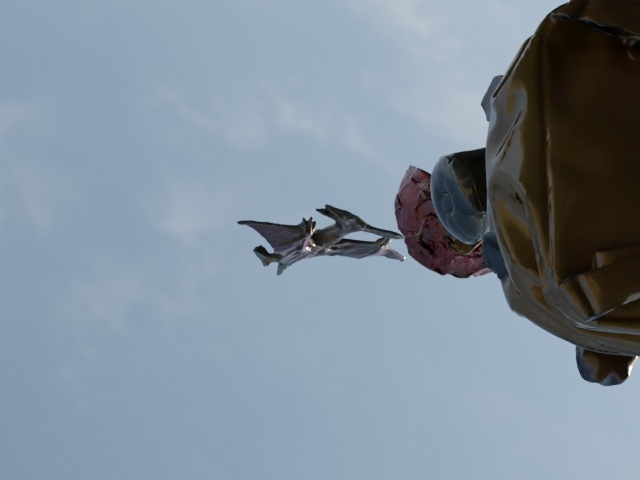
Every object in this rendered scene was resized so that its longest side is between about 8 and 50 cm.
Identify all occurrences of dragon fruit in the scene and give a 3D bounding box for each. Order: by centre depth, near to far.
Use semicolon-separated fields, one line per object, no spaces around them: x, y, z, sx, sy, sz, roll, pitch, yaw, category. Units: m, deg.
0.140;-0.012;1.817;0.162;0.083;0.106;49;171;-1;dragon fruit

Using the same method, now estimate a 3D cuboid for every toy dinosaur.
0.000;0.001;1.380;0.220;0.108;0.032;10;-120;-50;toy dinosaur

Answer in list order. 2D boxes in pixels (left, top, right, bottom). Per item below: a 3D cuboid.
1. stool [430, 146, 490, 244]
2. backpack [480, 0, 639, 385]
0.175;-0.053;1.639;0.110;0.096;0.096;-19;-124;-22;stool
0.329;-0.046;1.404;0.378;0.201;0.354;7;-100;-2;backpack
